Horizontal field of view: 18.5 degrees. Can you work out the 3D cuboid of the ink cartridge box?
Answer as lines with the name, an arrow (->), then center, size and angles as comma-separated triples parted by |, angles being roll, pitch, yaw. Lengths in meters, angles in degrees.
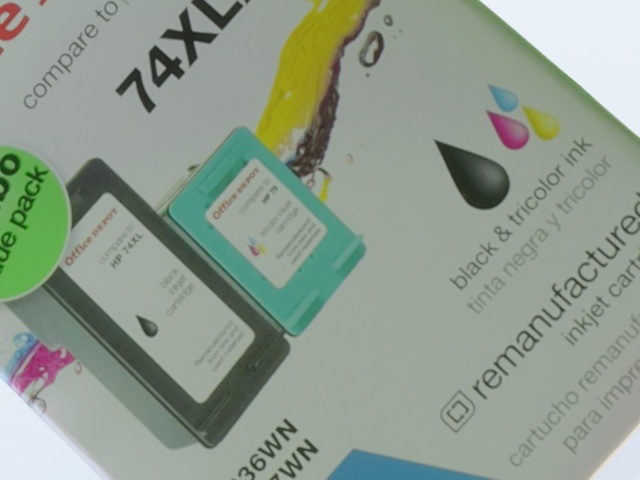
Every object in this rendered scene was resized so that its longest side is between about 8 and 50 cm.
ink cartridge box -> 0.000, 0.000, 0.705 | 0.270, 0.198, 0.197 | 42, -175, 14
